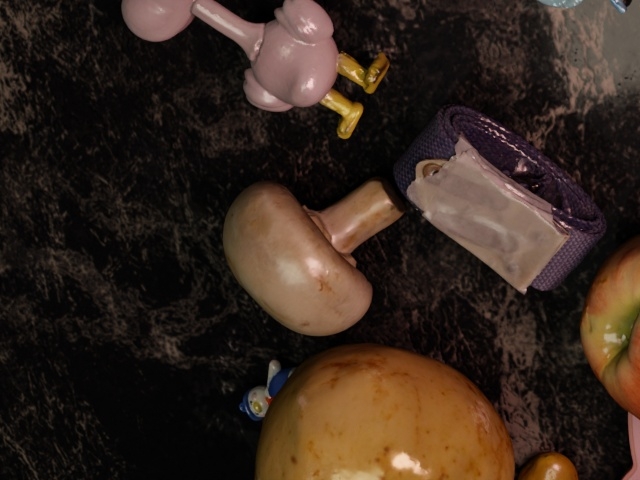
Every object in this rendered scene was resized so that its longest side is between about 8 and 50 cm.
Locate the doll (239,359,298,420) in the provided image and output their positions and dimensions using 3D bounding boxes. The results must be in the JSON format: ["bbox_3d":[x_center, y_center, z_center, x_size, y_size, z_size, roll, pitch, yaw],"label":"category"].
[{"bbox_3d":[-0.054,0.204,1.847,0.143,0.057,0.099,-20,104,36],"label":"doll"}]

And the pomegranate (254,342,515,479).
[{"bbox_3d":[0.071,0.298,1.674,0.342,0.342,0.342,10,119,18],"label":"pomegranate"}]

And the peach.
[{"bbox_3d":[0.414,0.085,1.498,0.232,0.256,0.232,20,112,62],"label":"peach"}]

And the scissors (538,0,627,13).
[{"bbox_3d":[0.232,-0.406,1.415,0.180,0.032,0.393,-18,107,29],"label":"scissors"}]

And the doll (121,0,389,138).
[{"bbox_3d":[-0.102,-0.250,1.604,0.365,0.094,0.160,34,132,5],"label":"doll"}]

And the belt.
[{"bbox_3d":[0.193,-0.040,1.560,0.230,0.139,0.126,37,123,-1],"label":"belt"}]

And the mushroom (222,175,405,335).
[{"bbox_3d":[0.000,0.000,1.654,0.215,0.207,0.207,-37,99,2],"label":"mushroom"}]

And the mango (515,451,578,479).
[{"bbox_3d":[0.282,0.311,1.754,0.080,0.060,0.114,14,117,12],"label":"mango"}]

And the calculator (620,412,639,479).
[{"bbox_3d":[0.508,0.223,1.624,0.329,0.048,0.220,0,114,21],"label":"calculator"}]
